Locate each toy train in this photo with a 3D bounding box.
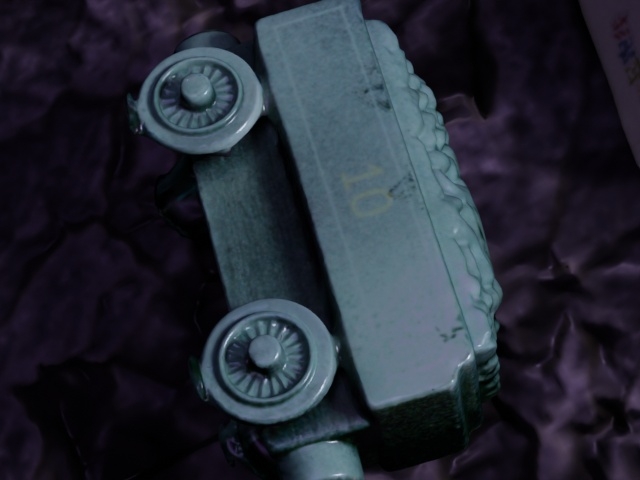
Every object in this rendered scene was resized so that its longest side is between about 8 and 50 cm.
[{"bbox_3d":[0.000,0.000,0.554,0.099,0.070,0.172,-16,62,-1],"label":"toy train"}]

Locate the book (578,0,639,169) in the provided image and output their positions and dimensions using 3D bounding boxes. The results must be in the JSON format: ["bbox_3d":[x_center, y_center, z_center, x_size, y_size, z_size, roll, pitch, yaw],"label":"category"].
[{"bbox_3d":[0.147,-0.147,0.516,0.232,0.022,0.162,-43,50,43],"label":"book"}]
